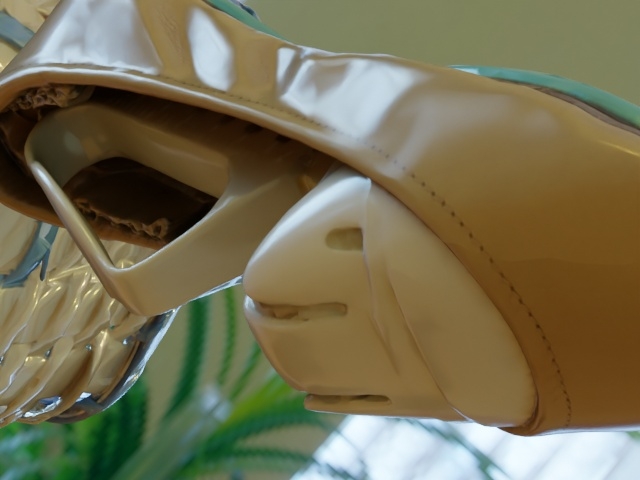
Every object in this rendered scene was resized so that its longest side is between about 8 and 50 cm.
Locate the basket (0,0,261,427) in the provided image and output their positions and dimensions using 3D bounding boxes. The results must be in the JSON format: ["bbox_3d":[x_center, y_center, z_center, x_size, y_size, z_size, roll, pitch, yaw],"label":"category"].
[{"bbox_3d":[-0.137,-0.057,0.747,0.255,0.201,0.289,36,24,13],"label":"basket"}]

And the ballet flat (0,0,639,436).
[{"bbox_3d":[0.000,0.000,0.409,0.232,0.073,0.080,25,-33,51],"label":"ballet flat"}]
